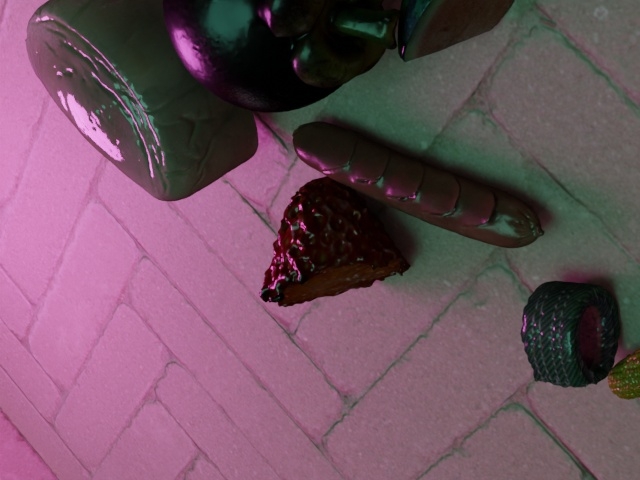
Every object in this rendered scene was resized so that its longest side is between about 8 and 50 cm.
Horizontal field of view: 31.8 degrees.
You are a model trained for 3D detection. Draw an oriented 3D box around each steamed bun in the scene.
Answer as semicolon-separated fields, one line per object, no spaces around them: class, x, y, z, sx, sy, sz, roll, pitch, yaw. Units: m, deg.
steamed bun;-0.269;-0.263;1.728;0.383;0.247;0.236;46;146;19

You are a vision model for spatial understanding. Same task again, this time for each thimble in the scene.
thimble;0.333;0.122;1.494;0.090;0.118;0.135;5;108;46

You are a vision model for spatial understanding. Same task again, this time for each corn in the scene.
corn;0.449;0.153;1.443;0.067;0.067;0.206;54;142;3

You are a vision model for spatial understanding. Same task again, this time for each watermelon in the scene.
watermelon;0.152;-0.313;1.365;0.128;0.146;0.231;45;141;13

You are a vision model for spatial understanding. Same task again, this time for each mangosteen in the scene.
mangosteen;-0.061;-0.307;1.443;0.313;0.297;0.296;-103;-8;-75

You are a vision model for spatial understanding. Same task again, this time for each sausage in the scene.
sausage;0.130;-0.078;1.594;0.433;0.088;0.087;25;131;32

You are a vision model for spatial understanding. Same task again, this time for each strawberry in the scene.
strawberry;0.000;0.000;1.702;0.234;0.234;0.177;-32;69;50
